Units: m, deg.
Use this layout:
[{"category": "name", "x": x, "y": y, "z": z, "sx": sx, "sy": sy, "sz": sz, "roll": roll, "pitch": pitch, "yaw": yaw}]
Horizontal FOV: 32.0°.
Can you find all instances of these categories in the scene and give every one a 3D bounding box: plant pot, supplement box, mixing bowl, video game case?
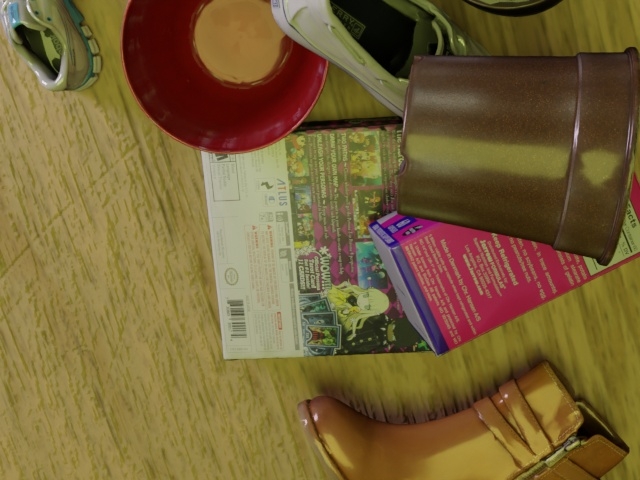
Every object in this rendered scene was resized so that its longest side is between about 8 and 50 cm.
[{"category": "plant pot", "x": 0.145, "y": -0.072, "z": 0.850, "sx": 0.165, "sy": 0.167, "sz": 0.166, "roll": 7, "pitch": 108, "yaw": 6}, {"category": "supplement box", "x": 0.169, "y": -0.005, "z": 0.988, "sx": 0.220, "sy": 0.111, "sz": 0.113, "roll": -25, "pitch": 103, "yaw": -3}, {"category": "mixing bowl", "x": -0.077, "y": -0.175, "z": 0.991, "sx": 0.182, "sy": 0.098, "sz": 0.181, "roll": 2, "pitch": 108, "yaw": 6}, {"category": "video game case", "x": 0.000, "y": 0.000, "z": 1.068, "sx": 0.210, "sy": 0.042, "sz": 0.232, "roll": -3, "pitch": 107, "yaw": 6}]

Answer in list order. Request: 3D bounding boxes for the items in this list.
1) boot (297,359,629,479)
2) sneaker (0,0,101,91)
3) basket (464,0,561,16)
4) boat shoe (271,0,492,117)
[{"category": "boot", "x": 0.139, "y": 0.193, "z": 1.080, "sx": 0.283, "sy": 0.109, "sz": 0.220, "roll": 42, "pitch": 108, "yaw": -10}, {"category": "sneaker", "x": -0.265, "y": -0.219, "z": 1.006, "sx": 0.071, "sy": 0.083, "sz": 0.190, "roll": -26, "pitch": 102, "yaw": 15}, {"category": "basket", "x": 0.141, "y": -0.259, "z": 0.874, "sx": 0.154, "sy": 0.227, "sz": 0.204, "roll": -33, "pitch": 101, "yaw": 15}, {"category": "boat shoe", "x": 0.078, "y": -0.153, "z": 0.932, "sx": 0.258, "sy": 0.084, "sz": 0.095, "roll": 18, "pitch": 93, "yaw": -35}]
